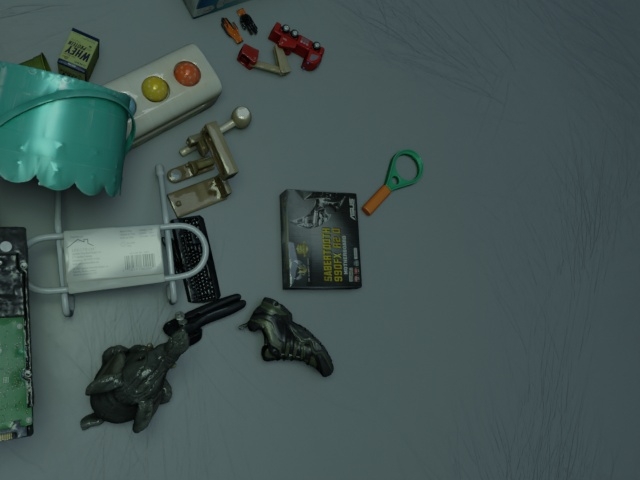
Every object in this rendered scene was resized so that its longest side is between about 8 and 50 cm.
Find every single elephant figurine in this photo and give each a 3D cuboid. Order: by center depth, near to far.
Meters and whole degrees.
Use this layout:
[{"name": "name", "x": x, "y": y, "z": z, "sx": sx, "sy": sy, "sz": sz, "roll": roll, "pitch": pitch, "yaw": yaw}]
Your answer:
[{"name": "elephant figurine", "x": -0.344, "y": 0.260, "z": 1.064, "sx": 0.169, "sy": 0.239, "sz": 0.186, "roll": 4, "pitch": 78, "yaw": -22}]

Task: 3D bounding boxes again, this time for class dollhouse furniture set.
[{"name": "dollhouse furniture set", "x": -0.263, "y": -0.147, "z": 1.225, "sx": 0.123, "sy": 0.151, "sz": 0.144, "roll": -25, "pitch": 92, "yaw": -24}]

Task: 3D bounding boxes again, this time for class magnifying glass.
[{"name": "magnifying glass", "x": 0.185, "y": -0.148, "z": 1.487, "sx": 0.092, "sy": 0.026, "sz": 0.231, "roll": 47, "pitch": 67, "yaw": -8}]

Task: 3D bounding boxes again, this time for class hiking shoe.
[{"name": "hiking shoe", "x": -0.073, "y": 0.235, "z": 1.282, "sx": 0.227, "sy": 0.086, "sz": 0.114, "roll": 45, "pitch": 80, "yaw": -3}]

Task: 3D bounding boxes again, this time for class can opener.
[{"name": "can opener", "x": -0.247, "y": 0.161, "z": 1.235, "sx": 0.186, "sy": 0.073, "sz": 0.059, "roll": -29, "pitch": 53, "yaw": -28}]

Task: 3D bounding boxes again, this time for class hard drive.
[{"name": "hard drive", "x": -0.574, "y": 0.147, "z": 0.885, "sx": 0.237, "sy": 0.064, "sz": 0.339, "roll": -1, "pitch": 75, "yaw": -34}]

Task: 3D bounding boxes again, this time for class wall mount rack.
[{"name": "wall mount rack", "x": -0.409, "y": -0.012, "z": 1.151, "sx": 0.350, "sy": 0.130, "sz": 0.304, "roll": -5, "pitch": 85, "yaw": -18}]

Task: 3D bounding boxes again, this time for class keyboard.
[{"name": "keyboard", "x": -0.278, "y": 0.042, "z": 1.248, "sx": 0.100, "sy": 0.038, "sz": 0.192, "roll": -12, "pitch": 84, "yaw": -24}]

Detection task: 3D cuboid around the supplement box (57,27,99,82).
[{"name": "supplement box", "x": -0.505, "y": -0.379, "z": 1.210, "sx": 0.056, "sy": 0.083, "sz": 0.083, "roll": 20, "pitch": 74, "yaw": -17}]

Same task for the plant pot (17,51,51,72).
[{"name": "plant pot", "x": -0.590, "y": -0.330, "z": 1.174, "sx": 0.079, "sy": 0.083, "sz": 0.083, "roll": -18, "pitch": 87, "yaw": -12}]

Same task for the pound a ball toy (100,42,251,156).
[{"name": "pound a ball toy", "x": -0.317, "y": -0.283, "z": 1.242, "sx": 0.319, "sy": 0.136, "sz": 0.208, "roll": -35, "pitch": 94, "yaw": -24}]

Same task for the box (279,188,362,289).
[{"name": "box", "x": 0.000, "y": 0.000, "z": 1.362, "sx": 0.183, "sy": 0.056, "sz": 0.231, "roll": 2, "pitch": 78, "yaw": -23}]

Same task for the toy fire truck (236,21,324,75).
[{"name": "toy fire truck", "x": -0.094, "y": -0.455, "z": 1.418, "sx": 0.192, "sy": 0.047, "sz": 0.135, "roll": 24, "pitch": 72, "yaw": -18}]

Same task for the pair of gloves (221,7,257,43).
[{"name": "pair of gloves", "x": -0.197, "y": -0.521, "z": 1.408, "sx": 0.083, "sy": 0.010, "sz": 0.074, "roll": -38, "pitch": 94, "yaw": -27}]

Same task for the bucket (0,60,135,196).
[{"name": "bucket", "x": -0.469, "y": -0.191, "z": 1.014, "sx": 0.281, "sy": 0.281, "sz": 0.183, "roll": 10, "pitch": 96, "yaw": -21}]

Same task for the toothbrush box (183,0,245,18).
[{"name": "toothbrush box", "x": -0.176, "y": -0.657, "z": 1.331, "sx": 0.295, "sy": 0.216, "sz": 0.126, "roll": -29, "pitch": 92, "yaw": -24}]
